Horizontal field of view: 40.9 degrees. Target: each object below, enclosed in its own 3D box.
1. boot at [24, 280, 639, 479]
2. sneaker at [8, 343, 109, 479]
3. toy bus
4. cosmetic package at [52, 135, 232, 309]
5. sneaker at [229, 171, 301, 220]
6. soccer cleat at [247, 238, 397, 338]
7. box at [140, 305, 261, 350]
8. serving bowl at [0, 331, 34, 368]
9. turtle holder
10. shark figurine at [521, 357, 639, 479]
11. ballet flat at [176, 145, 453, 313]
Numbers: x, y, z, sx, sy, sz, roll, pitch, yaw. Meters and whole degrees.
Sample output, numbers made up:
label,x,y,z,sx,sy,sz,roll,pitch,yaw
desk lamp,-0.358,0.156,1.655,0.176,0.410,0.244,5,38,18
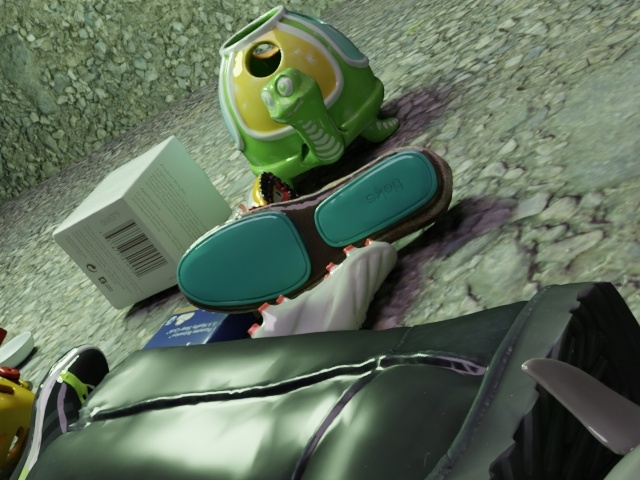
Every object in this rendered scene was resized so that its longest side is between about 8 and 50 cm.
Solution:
label,x,y,z,sx,sy,sz,roll,pitch,yaw
boot,-0.070,0.179,0.507,0.445,0.146,0.367,-11,20,41
sneaker,-0.221,0.202,0.802,0.097,0.084,0.234,-10,48,21
toy bus,-0.372,0.214,0.990,0.104,0.191,0.202,22,47,14
cosmetic package,-0.254,-0.027,1.253,0.151,0.151,0.183,-24,22,30
sneaker,-0.076,0.004,1.059,0.093,0.088,0.225,-49,13,25
soccer cleat,0.018,0.063,0.786,0.196,0.076,0.068,-32,-25,-43
box,-0.170,0.148,0.920,0.136,0.036,0.225,-15,29,44
serving bowl,-0.488,0.183,1.365,0.083,0.027,0.083,-30,20,12
turtle holder,-0.048,-0.201,1.240,0.243,0.227,0.320,-22,23,32
shark figurine,0.128,0.117,0.283,0.278,0.166,0.116,-46,-12,-38
ballet flat,0.000,0.000,0.910,0.316,0.107,0.106,-21,-11,17
